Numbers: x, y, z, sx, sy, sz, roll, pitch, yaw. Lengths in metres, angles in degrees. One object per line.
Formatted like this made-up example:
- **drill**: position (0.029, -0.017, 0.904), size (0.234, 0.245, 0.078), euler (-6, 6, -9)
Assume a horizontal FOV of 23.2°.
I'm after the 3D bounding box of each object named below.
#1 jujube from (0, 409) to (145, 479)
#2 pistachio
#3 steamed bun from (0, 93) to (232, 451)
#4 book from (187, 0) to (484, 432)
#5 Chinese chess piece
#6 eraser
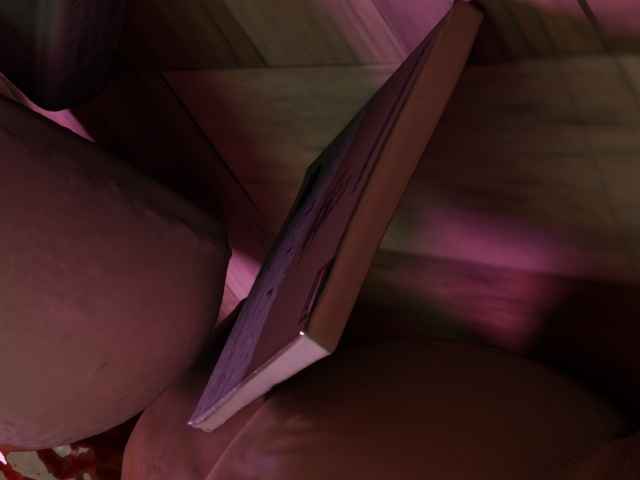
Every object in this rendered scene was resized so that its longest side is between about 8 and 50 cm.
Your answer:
- **jujube**: position (-0.132, 0.144, 1.074), size (0.255, 0.190, 0.190), euler (24, 152, 28)
- **pistachio**: position (-0.029, 0.131, 0.858), size (0.260, 0.163, 0.212), euler (131, 129, -71)
- **steamed bun**: position (-0.194, 0.008, 0.809), size (0.283, 0.177, 0.283), euler (30, 178, 1)
- **book**: position (0.000, 0.000, 0.609), size (0.016, 0.138, 0.199), euler (28, 160, -7)
- **Chinese chess piece**: position (0.038, 0.208, 0.650), size (0.141, 0.338, 0.338), euler (13, 146, 27)
- **eraser**: position (-0.127, -0.145, 0.677), size (0.089, 0.061, 0.352), euler (44, 159, 4)
